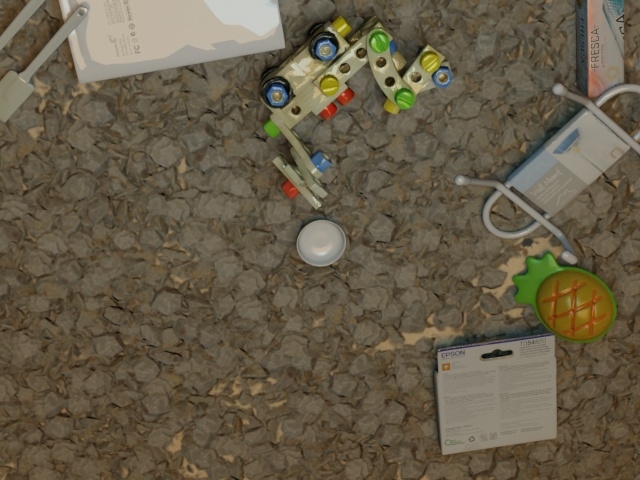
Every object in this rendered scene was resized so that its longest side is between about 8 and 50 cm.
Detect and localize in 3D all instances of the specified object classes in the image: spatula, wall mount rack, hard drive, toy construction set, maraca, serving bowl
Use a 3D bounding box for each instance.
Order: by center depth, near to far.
[{"bbox_3d":[-0.471,-0.304,1.597,0.168,0.019,0.242,41,116,-16],"label":"spatula"},{"bbox_3d":[-0.227,-0.366,1.614,0.319,0.040,0.210,-10,113,-3],"label":"hard drive"},{"bbox_3d":[0.033,-0.216,1.663,0.327,0.151,0.215,-46,111,0],"label":"toy construction set"},{"bbox_3d":[0.379,-0.120,1.713,0.304,0.130,0.350,33,115,-28],"label":"wall mount rack"},{"bbox_3d":[0.000,0.000,1.803,0.083,0.027,0.083,-3,114,-6],"label":"serving bowl"},{"bbox_3d":[0.424,0.100,1.866,0.186,0.099,0.127,35,103,8],"label":"maraca"}]

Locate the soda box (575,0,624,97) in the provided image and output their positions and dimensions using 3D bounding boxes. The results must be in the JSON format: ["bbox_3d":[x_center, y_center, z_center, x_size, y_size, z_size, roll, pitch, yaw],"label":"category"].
[{"bbox_3d":[0.444,-0.323,1.709,0.063,0.058,0.183,-9,114,-4],"label":"soda box"}]

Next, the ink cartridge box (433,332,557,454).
[{"bbox_3d":[0.317,0.270,1.948,0.223,0.045,0.224,-7,112,-5],"label":"ink cartridge box"}]
